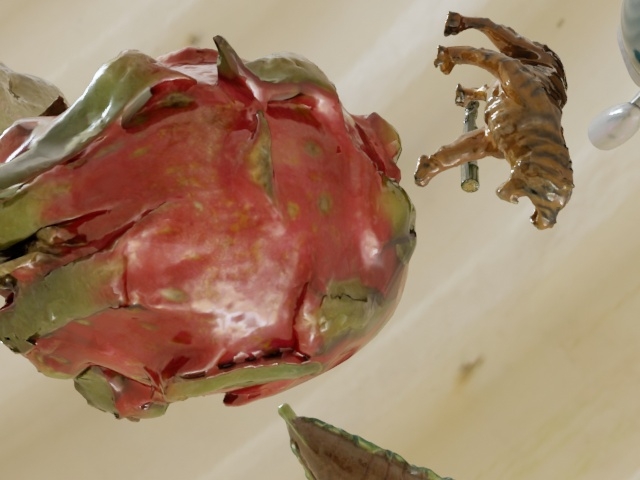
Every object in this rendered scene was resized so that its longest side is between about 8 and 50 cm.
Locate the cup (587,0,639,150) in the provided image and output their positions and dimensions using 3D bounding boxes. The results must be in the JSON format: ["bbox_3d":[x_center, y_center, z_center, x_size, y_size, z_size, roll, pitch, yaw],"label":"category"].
[{"bbox_3d":[0.332,-0.192,1.321,0.167,0.299,0.173,43,170,-1],"label":"cup"}]

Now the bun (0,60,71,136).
[{"bbox_3d":[-0.387,-0.108,1.678,0.273,0.273,0.168,10,-109,-42],"label":"bun"}]

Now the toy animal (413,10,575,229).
[{"bbox_3d":[0.151,-0.119,1.163,0.116,0.114,0.255,11,-149,11],"label":"toy animal"}]

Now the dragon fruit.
[{"bbox_3d":[-0.080,-0.005,0.970,0.303,0.237,0.231,-18,-87,-33],"label":"dragon fruit"}]

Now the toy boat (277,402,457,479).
[{"bbox_3d":[0.073,0.279,1.699,0.293,0.108,0.099,32,-157,-19],"label":"toy boat"}]

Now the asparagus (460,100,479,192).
[{"bbox_3d":[0.122,-0.079,1.257,0.015,0.018,0.127,38,-149,-21],"label":"asparagus"}]
